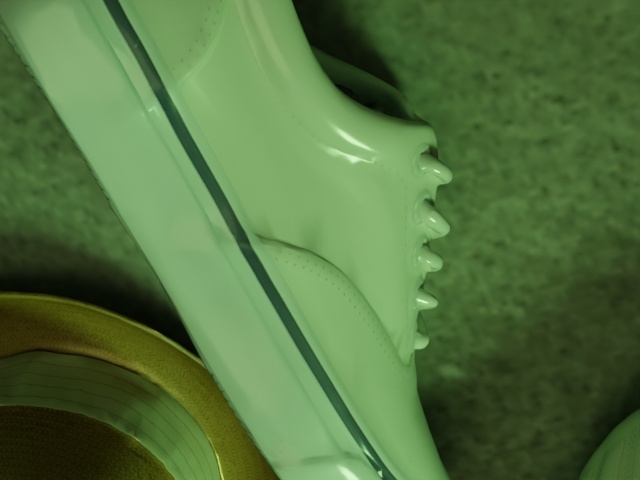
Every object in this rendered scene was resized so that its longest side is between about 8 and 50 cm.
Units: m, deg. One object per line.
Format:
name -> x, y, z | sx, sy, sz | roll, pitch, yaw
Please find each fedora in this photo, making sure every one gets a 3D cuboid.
fedora -> -0.102, 0.113, 0.551 | 0.194, 0.079, 0.194 | 6, 121, 9

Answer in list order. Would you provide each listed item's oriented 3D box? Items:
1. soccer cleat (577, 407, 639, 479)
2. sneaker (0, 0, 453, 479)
soccer cleat -> 0.095, 0.126, 0.518 | 0.068, 0.076, 0.196 | 29, 121, -6
sneaker -> 0.000, 0.000, 0.459 | 0.091, 0.094, 0.258 | -30, 124, -1
